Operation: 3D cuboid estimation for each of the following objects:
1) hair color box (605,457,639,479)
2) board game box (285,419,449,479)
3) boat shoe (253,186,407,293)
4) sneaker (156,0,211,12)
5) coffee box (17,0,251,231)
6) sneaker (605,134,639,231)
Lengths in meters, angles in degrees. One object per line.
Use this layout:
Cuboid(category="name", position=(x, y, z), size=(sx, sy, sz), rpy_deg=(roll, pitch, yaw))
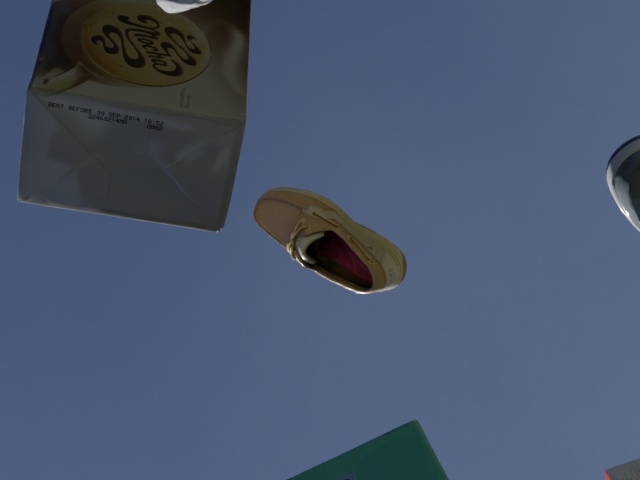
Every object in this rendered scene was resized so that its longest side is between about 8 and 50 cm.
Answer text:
Cuboid(category="hair color box", position=(0.450, 0.305, 1.807), size=(0.093, 0.167, 0.053), rpy_deg=(-114, 7, -56))
Cuboid(category="board game box", position=(-0.052, 0.285, 1.176), size=(0.254, 0.336, 0.079), rpy_deg=(78, 166, -64))
Cuboid(category="boat shoe", position=(0.000, 0.000, 1.397), size=(0.059, 0.170, 0.063), rpy_deg=(-27, -43, -54))
Cuboid(category="sneaker", position=(-0.048, -0.225, 0.717), size=(0.115, 0.090, 0.232), rpy_deg=(31, -106, -31))
Cuboid(category="coffee box", position=(-0.148, -0.153, 1.232), size=(0.297, 0.168, 0.119), rpy_deg=(-90, 12, -50))
Cuboid(category="sneaker", position=(0.386, 0.034, 1.328), size=(0.295, 0.124, 0.178), rpy_deg=(36, -157, -15))
